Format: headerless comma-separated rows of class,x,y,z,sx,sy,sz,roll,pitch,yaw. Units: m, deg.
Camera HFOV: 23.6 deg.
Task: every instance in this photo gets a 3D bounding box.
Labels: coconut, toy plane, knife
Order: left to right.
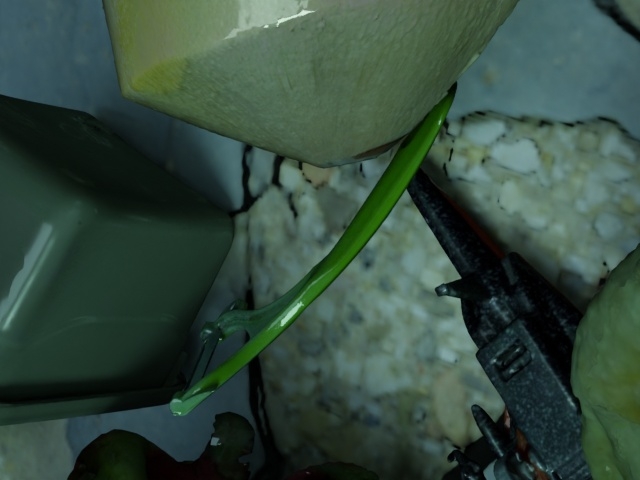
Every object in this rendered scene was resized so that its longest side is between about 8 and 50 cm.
coconut,-0.004,-0.101,0.532,0.147,0.147,0.153,-11,94,32
knife,0.002,0.002,0.591,0.022,0.078,0.166,38,113,-15
toy plane,0.080,0.045,0.561,0.189,0.061,0.130,51,121,11

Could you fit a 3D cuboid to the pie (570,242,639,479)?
pie,0.213,0.073,0.429,0.306,0.071,0.306,11,127,14

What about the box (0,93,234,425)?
box,-0.114,0.001,0.612,0.124,0.172,0.093,35,100,19

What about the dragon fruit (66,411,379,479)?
dragon fruit,-0.063,0.186,0.600,0.273,0.198,0.218,-22,97,33
